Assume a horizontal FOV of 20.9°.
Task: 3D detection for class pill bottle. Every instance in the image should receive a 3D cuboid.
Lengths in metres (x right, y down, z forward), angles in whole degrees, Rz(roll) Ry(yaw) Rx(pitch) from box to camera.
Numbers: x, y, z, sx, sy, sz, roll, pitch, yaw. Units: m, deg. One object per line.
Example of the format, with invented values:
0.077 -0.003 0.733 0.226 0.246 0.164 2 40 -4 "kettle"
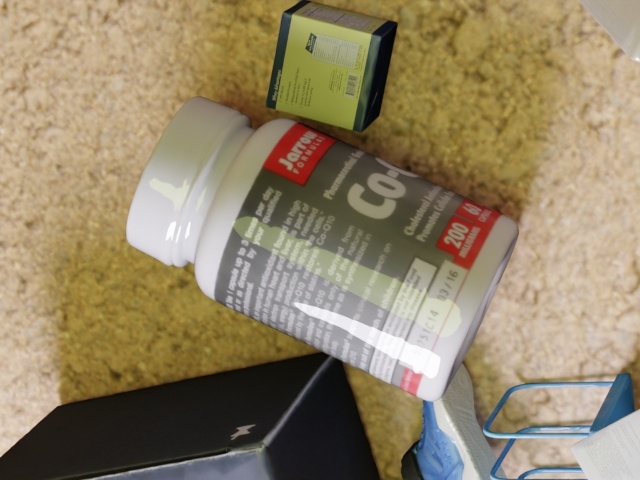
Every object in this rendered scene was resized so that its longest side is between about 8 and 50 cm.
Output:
0.000 0.000 1.391 0.283 0.161 0.161 25 113 8 "pill bottle"

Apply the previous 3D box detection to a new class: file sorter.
0.203 0.210 1.423 0.104 0.118 0.170 -3 107 23 "file sorter"

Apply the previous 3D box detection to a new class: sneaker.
0.094 0.163 1.471 0.084 0.058 0.152 -25 88 36 "sneaker"

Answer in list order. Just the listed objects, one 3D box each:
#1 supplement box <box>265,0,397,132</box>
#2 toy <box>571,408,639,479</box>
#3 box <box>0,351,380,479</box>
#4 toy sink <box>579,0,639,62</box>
0.009 -0.141 1.399 0.083 0.056 0.083 16 112 12 "supplement box"
0.323 0.157 1.295 0.237 0.056 0.137 -31 82 18 "toy"
-0.087 0.333 1.502 0.293 0.212 0.395 -12 104 21 "box"
0.303 -0.238 1.208 0.153 0.131 0.234 9 116 -18 "toy sink"
